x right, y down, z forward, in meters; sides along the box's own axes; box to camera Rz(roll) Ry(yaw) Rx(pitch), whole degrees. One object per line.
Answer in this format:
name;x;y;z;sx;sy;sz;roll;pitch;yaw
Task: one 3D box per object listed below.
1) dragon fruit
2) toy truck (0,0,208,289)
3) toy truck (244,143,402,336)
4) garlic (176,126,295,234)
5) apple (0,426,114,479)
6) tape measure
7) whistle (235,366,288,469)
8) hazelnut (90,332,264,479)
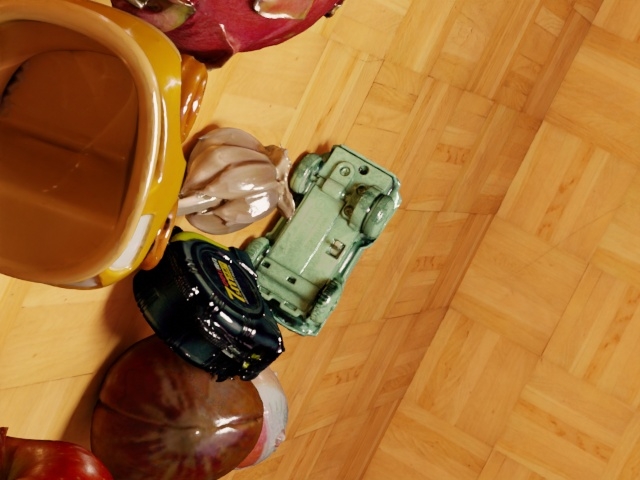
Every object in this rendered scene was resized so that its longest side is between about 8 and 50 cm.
dragon fruit;-0.075;-0.289;1.362;0.315;0.250;0.250;-68;178;-65
toy truck;-0.220;-0.083;1.235;0.211;0.204;0.288;-66;175;-69
toy truck;0.000;0.000;2.118;0.279;0.155;0.156;-58;170;-11
garlic;-0.135;-0.056;1.749;0.194;0.127;0.131;-24;127;-21
apple;-0.337;0.358;1.502;0.288;0.288;0.316;-15;112;-66
tape measure;-0.149;0.074;1.782;0.112;0.199;0.186;-41;141;15
whistle;-0.169;0.274;2.062;0.348;0.189;0.189;-28;144;-42
hazelnut;-0.190;0.235;1.846;0.229;0.229;0.229;-52;160;-27
